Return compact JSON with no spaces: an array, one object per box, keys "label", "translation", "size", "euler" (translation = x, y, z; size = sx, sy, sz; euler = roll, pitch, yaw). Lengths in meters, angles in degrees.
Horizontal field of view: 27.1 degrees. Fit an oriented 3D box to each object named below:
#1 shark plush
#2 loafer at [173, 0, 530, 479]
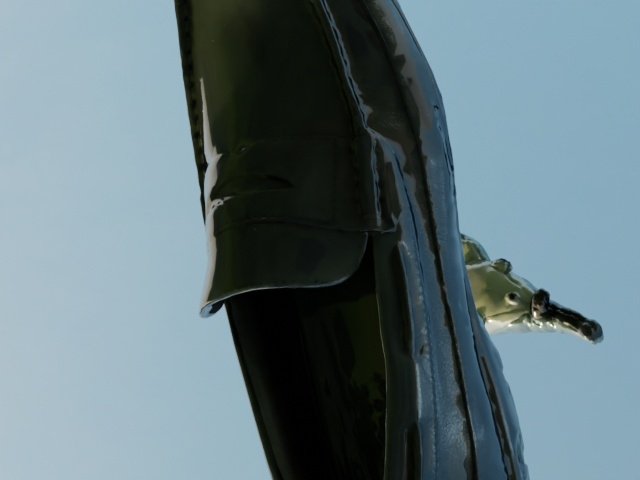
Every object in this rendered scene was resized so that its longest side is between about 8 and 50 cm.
[{"label":"shark plush","translation":[0.123,0.035,0.816],"size":[0.161,0.067,0.073],"euler":[-11,-123,60]},{"label":"loafer","translation":[0.000,0.000,0.389],"size":[0.076,0.078,0.223],"euler":[-19,-93,39]}]
